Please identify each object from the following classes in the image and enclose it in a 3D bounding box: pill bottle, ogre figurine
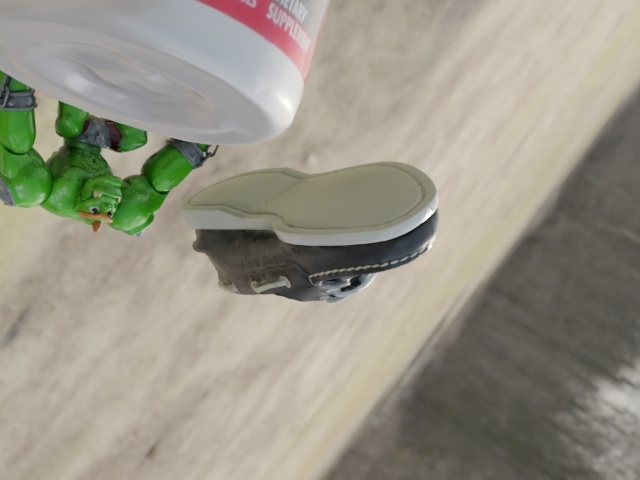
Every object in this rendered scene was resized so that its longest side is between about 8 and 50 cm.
[{"bbox_3d":[-0.055,-0.224,0.802,0.176,0.176,0.318,89,17,-78],"label":"pill bottle"},{"bbox_3d":[-0.172,-0.069,1.187,0.197,0.097,0.118,9,102,-58],"label":"ogre figurine"}]

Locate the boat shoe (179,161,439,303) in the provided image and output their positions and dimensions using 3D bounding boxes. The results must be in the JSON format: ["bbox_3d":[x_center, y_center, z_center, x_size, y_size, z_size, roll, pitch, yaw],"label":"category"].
[{"bbox_3d":[0.000,0.000,1.190,0.114,0.091,0.302,-30,-162,-23],"label":"boat shoe"}]
